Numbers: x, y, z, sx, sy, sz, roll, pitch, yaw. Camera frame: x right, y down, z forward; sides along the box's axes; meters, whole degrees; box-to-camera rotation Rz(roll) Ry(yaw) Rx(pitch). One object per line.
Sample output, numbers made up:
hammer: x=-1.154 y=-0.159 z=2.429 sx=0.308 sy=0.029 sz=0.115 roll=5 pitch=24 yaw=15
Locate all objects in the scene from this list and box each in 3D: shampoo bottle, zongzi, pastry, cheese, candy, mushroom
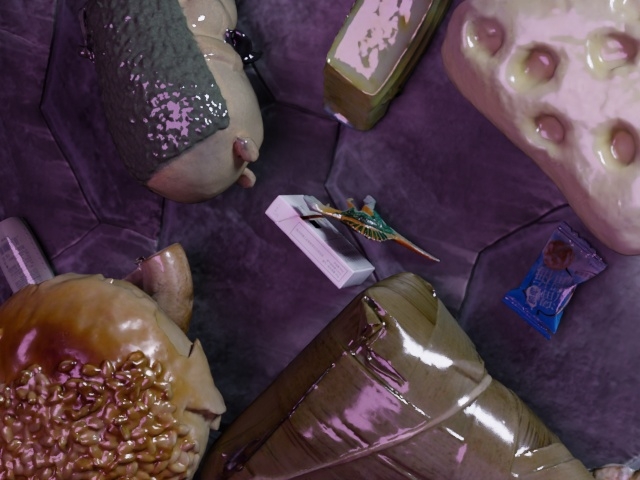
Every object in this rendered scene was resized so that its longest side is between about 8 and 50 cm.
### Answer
shampoo bottle: x=-0.450 y=0.065 z=2.153 sx=0.072 sy=0.049 sz=0.212 roll=-29 pitch=81 yaw=6
zongzi: x=0.083 y=0.363 z=1.837 sx=0.500 sy=0.218 sz=0.467 roll=-45 pitch=76 yaw=21
pastry: x=-0.333 y=0.247 z=1.866 sx=0.410 sy=0.245 sz=0.409 roll=4 pitch=106 yaw=14
cheese: x=0.302 y=-0.168 z=1.748 sx=0.329 sy=0.130 sz=0.350 roll=8 pitch=95 yaw=22
candy: x=0.311 y=0.053 z=1.813 sx=0.088 sy=0.038 sz=0.136 roll=43 pitch=102 yaw=30
mushroom: x=-0.268 y=0.121 z=2.028 sx=0.286 sy=0.156 sz=0.151 roll=-35 pitch=91 yaw=35

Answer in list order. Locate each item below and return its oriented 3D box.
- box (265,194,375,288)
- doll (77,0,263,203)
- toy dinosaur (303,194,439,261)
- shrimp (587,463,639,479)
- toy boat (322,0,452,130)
box: x=0.000 y=0.000 z=1.923 sx=0.154 sy=0.084 sz=0.040 roll=46 pitch=111 yaw=14
doll: x=-0.200 y=-0.230 z=1.934 sx=0.247 sy=0.247 sz=0.349 roll=-34 pitch=74 yaw=23
toy dinosaur: x=0.068 y=-0.017 z=1.879 sx=0.187 sy=0.106 sz=0.044 roll=40 pitch=109 yaw=18
shrimp: x=0.358 y=0.462 z=1.807 sx=0.233 sy=0.071 sz=0.364 roll=31 pitch=106 yaw=29
toy boat: x=0.087 y=-0.277 z=1.866 sx=0.111 sy=0.084 sz=0.276 roll=36 pitch=106 yaw=16
